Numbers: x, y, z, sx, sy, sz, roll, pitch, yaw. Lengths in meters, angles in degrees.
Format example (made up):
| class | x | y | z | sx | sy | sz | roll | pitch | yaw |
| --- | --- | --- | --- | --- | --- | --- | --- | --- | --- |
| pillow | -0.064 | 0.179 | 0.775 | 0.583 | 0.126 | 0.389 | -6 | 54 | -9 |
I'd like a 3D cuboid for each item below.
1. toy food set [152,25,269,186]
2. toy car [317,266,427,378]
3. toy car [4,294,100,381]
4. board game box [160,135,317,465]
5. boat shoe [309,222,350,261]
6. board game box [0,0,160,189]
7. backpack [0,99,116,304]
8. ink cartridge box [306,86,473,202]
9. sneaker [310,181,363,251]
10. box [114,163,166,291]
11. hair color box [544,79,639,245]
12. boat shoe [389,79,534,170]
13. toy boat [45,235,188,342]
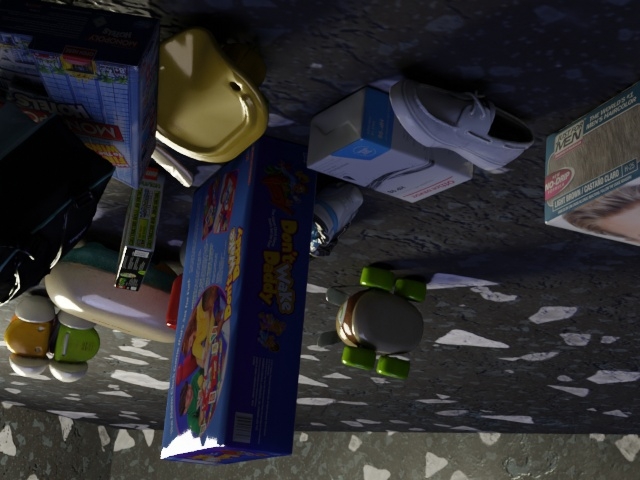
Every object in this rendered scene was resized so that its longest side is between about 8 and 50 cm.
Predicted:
| class | x | y | z | sx | sy | sz | roll | pitch | yaw |
| --- | --- | --- | --- | --- | --- | --- | --- | --- | --- |
| toy food set | -0.115 | -0.144 | 0.979 | 0.128 | 0.071 | 0.218 | 38 | 149 | -16 |
| toy car | 0.059 | 0.128 | 1.636 | 0.149 | 0.155 | 0.188 | 20 | 169 | -38 |
| toy car | -0.526 | 0.183 | 1.997 | 0.182 | 0.159 | 0.136 | 9 | -164 | -13 |
| board game box | -0.098 | 0.080 | 1.191 | 0.078 | 0.347 | 0.233 | 12 | 161 | -23 |
| boat shoe | 0.000 | 0.000 | 1.393 | 0.056 | 0.049 | 0.152 | 12 | 161 | -18 |
| board game box | -0.228 | -0.132 | 0.937 | 0.194 | 0.060 | 0.194 | 11 | 149 | 11 |
| backpack | -0.293 | -0.025 | 0.936 | 0.144 | 0.166 | 0.188 | 38 | 152 | 0 |
| ink cartridge box | 0.089 | -0.092 | 1.068 | 0.180 | 0.060 | 0.104 | 16 | 159 | -30 |
| sneaker | 0.009 | -0.036 | 1.263 | 0.071 | 0.083 | 0.190 | 56 | 167 | -9 |
| box | -0.237 | -0.013 | 1.322 | 0.036 | 0.114 | 0.207 | 10 | 161 | -12 |
| hair color box | 0.422 | -0.049 | 1.033 | 0.347 | 0.105 | 0.174 | 12 | 160 | -18 |
| boat shoe | 0.142 | -0.117 | 0.982 | 0.063 | 0.066 | 0.184 | -28 | 143 | 36 |
| toy boat | -0.260 | 0.066 | 1.565 | 0.267 | 0.148 | 0.318 | 25 | 161 | -35 |
